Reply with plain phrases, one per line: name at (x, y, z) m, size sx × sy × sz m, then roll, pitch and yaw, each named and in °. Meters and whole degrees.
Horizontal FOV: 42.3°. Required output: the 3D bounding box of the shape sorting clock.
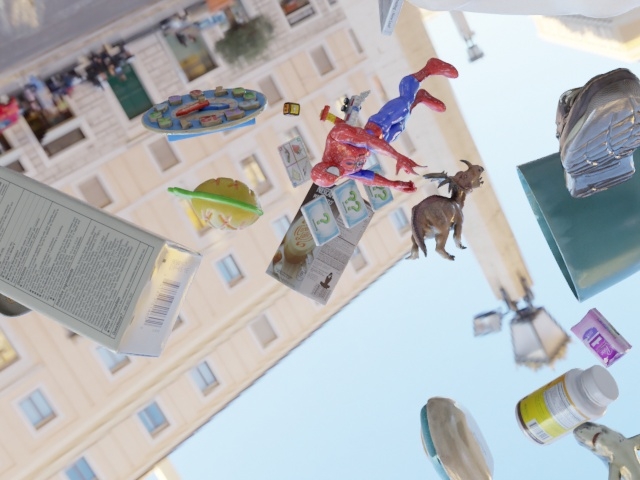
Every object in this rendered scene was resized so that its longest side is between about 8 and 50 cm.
shape sorting clock at (-0.188, -0.214, 1.343) m, size 0.206 × 0.040 × 0.206 m, roll -5°, pitch -149°, yaw 3°

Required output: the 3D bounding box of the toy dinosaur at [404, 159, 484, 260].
toy dinosaur at (0.274, -0.067, 1.963) m, size 0.127 × 0.200 × 0.295 m, roll 9°, pitch -153°, yaw 34°

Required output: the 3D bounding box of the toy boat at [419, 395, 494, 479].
toy boat at (0.274, 0.500, 1.844) m, size 0.148 × 0.267 × 0.318 m, roll -22°, pitch -167°, yaw 26°

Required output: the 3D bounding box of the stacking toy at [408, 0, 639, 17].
stacking toy at (0.216, -0.470, 0.761) m, size 0.350 × 0.480 × 0.350 m, roll 3°, pitch -178°, yaw 0°

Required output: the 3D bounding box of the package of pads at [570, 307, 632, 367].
package of pads at (0.427, 0.149, 1.263) m, size 0.032 × 0.083 × 0.050 m, roll -19°, pitch 151°, yaw -42°

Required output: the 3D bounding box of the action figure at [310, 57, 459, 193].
action figure at (0.105, -0.121, 1.019) m, size 0.280 × 0.139 × 0.091 m, roll -37°, pitch 153°, yaw -37°

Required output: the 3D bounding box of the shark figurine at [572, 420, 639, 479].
shark figurine at (0.505, 0.414, 1.431) m, size 0.166 × 0.278 × 0.116 m, roll -18°, pitch -167°, yaw -21°

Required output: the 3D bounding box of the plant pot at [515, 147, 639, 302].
plant pot at (0.541, -0.060, 1.577) m, size 0.235 × 0.293 × 0.293 m, roll -25°, pitch -165°, yaw 12°

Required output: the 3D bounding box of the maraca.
maraca at (-0.197, -0.073, 1.566) m, size 0.185 × 0.099 × 0.127 m, roll 14°, pitch 171°, yaw 11°

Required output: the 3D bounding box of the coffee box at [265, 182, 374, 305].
coffee box at (0.000, 0.000, 1.830) m, size 0.141 × 0.098 × 0.246 m, roll 25°, pitch -93°, yaw 51°

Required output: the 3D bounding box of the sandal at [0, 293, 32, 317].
sandal at (-0.405, 0.048, 1.241) m, size 0.219 × 0.090 × 0.060 m, roll -29°, pitch -169°, yaw 2°

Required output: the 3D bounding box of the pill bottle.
pill bottle at (0.533, 0.352, 1.789) m, size 0.215 × 0.117 × 0.117 m, roll -43°, pitch -177°, yaw 38°

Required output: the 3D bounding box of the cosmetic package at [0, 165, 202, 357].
cosmetic package at (-0.335, 0.026, 1.126) m, size 0.160 × 0.309 × 0.113 m, roll -66°, pitch 157°, yaw -2°

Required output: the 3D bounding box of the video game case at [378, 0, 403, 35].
video game case at (0.136, -0.507, 1.467) m, size 0.023 × 0.193 × 0.212 m, roll 6°, pitch -125°, yaw -9°

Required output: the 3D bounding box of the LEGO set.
LEGO set at (0.029, -0.137, 1.393) m, size 0.182 × 0.244 × 0.060 m, roll -31°, pitch -162°, yaw -26°

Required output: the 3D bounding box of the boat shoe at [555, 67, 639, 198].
boat shoe at (0.394, -0.170, 1.212) m, size 0.132 × 0.130 × 0.355 m, roll -19°, pitch 162°, yaw 5°
